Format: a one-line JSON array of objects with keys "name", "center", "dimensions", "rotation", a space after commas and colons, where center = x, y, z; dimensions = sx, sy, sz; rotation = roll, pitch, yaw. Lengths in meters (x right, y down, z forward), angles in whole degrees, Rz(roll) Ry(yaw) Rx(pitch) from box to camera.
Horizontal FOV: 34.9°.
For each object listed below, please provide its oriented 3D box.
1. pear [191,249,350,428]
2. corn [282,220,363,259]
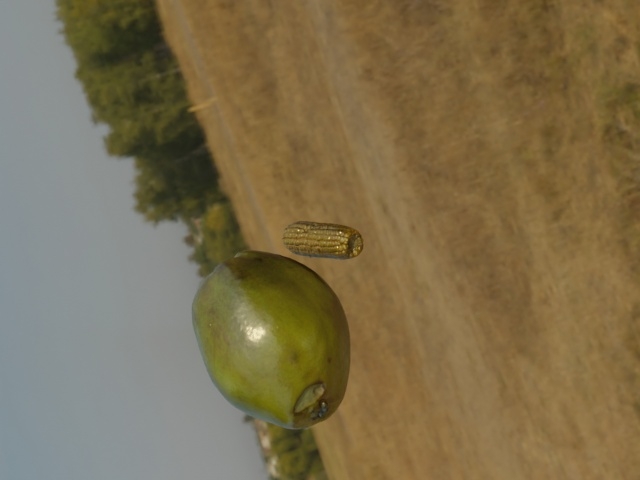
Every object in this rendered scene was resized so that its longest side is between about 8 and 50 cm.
[{"name": "pear", "center": [-0.078, 0.164, 1.717], "dimensions": [0.321, 0.269, 0.269], "rotation": [53, 169, 16]}, {"name": "corn", "center": [0.000, 0.000, 1.855], "dimensions": [0.207, 0.068, 0.068], "rotation": [7, 119, 53]}]
